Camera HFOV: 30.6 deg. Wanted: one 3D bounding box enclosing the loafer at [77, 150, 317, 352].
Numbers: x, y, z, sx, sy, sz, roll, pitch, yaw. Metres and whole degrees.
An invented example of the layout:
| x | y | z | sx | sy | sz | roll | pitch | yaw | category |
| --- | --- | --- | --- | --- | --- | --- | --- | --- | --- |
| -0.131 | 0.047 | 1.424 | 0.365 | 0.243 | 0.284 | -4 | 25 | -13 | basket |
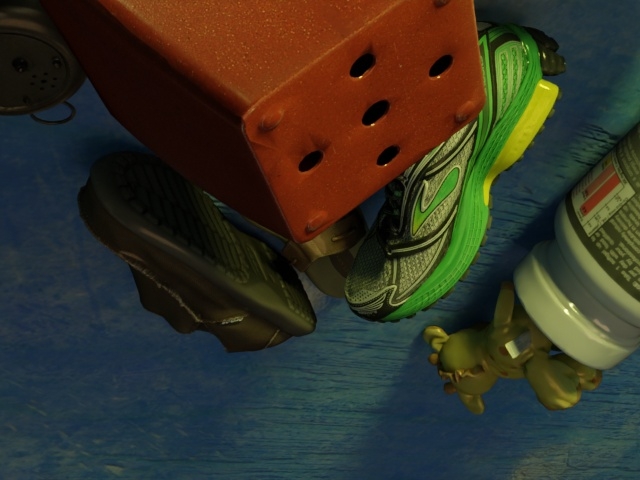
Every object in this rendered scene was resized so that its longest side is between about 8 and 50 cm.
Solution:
| x | y | z | sx | sy | sz | roll | pitch | yaw | category |
| --- | --- | --- | --- | --- | --- | --- | --- | --- | --- |
| -0.134 | 0.041 | 1.191 | 0.130 | 0.134 | 0.366 | -33 | 142 | 12 | loafer |

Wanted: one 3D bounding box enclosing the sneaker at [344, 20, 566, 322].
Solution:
| x | y | z | sx | sy | sz | roll | pitch | yaw | category |
| --- | --- | --- | --- | --- | --- | --- | --- | --- | --- |
| 0.098 | -0.070 | 1.176 | 0.146 | 0.134 | 0.343 | 9 | 116 | -32 | sneaker |

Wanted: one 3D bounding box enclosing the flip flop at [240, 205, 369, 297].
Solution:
| x | y | z | sx | sy | sz | roll | pitch | yaw | category |
| --- | --- | --- | --- | --- | --- | --- | --- | --- | --- |
| 0.000 | 0.000 | 1.258 | 0.112 | 0.080 | 0.277 | -28 | 143 | 6 | flip flop |

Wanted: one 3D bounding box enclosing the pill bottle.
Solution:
| x | y | z | sx | sy | sz | roll | pitch | yaw | category |
| --- | --- | --- | --- | --- | --- | --- | --- | --- | --- |
| 0.401 | -0.026 | 1.335 | 0.210 | 0.210 | 0.363 | 14 | 130 | -39 | pill bottle |

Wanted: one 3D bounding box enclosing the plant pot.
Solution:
| x | y | z | sx | sy | sz | roll | pitch | yaw | category |
| --- | --- | --- | --- | --- | --- | --- | --- | --- | --- |
| -0.027 | -0.162 | 0.843 | 0.267 | 0.236 | 0.267 | -37 | 152 | -8 | plant pot |

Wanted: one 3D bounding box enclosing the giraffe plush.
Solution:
| x | y | z | sx | sy | sz | roll | pitch | yaw | category |
| --- | --- | --- | --- | --- | --- | --- | --- | --- | --- |
| 0.236 | 0.148 | 1.523 | 0.210 | 0.181 | 0.170 | 2 | 159 | -45 | giraffe plush |

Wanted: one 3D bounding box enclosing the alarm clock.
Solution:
| x | y | z | sx | sy | sz | roll | pitch | yaw | category |
| --- | --- | --- | --- | --- | --- | --- | --- | --- | --- |
| -0.245 | -0.144 | 0.950 | 0.129 | 0.064 | 0.192 | -13 | 153 | 5 | alarm clock |
